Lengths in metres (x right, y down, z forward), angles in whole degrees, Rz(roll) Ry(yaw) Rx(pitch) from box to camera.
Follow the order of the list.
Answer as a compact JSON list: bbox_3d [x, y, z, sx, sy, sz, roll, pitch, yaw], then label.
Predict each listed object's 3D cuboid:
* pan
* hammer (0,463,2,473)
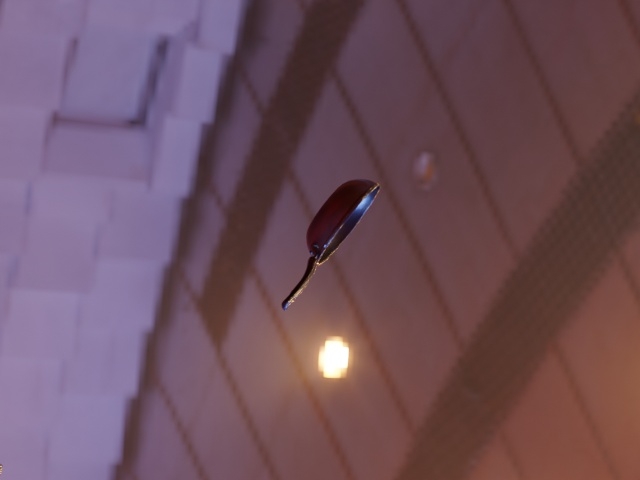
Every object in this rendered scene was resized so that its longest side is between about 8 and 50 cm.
[{"bbox_3d":[-0.001,0.000,1.261,0.115,0.023,0.068,-51,175,-34],"label":"pan"},{"bbox_3d":[-0.274,0.139,1.378,0.246,0.103,0.029,-132,-123,-82],"label":"hammer"}]
